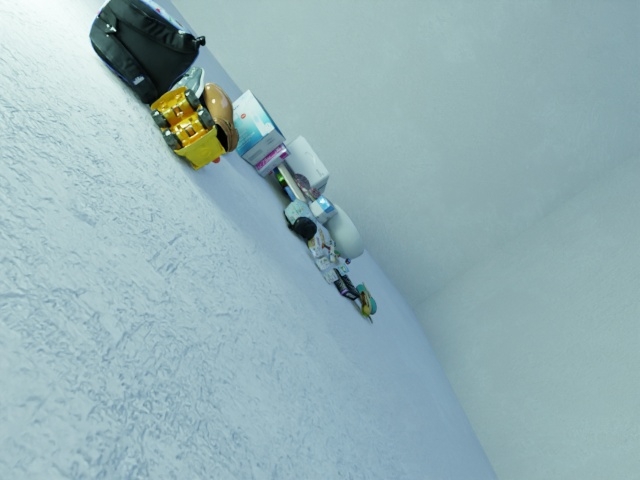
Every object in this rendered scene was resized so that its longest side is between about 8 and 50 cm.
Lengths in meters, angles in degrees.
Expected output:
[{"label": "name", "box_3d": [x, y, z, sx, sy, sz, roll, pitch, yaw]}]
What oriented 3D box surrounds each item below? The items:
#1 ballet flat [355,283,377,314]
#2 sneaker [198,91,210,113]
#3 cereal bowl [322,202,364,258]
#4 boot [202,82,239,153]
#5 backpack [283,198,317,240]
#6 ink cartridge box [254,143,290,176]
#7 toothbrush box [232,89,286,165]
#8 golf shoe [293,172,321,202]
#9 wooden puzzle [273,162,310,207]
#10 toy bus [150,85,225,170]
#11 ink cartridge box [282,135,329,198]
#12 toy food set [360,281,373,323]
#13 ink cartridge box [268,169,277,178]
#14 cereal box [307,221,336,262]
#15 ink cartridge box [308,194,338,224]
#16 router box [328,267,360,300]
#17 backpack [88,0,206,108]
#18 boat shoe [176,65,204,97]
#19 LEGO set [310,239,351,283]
[{"label": "ballet flat", "box_3d": [0.245, 0.320, 2.194, 0.067, 0.073, 0.206, 76, -5, -45]}, {"label": "sneaker", "box_3d": [-0.497, -0.621, 1.947, 0.234, 0.084, 0.097, 44, 12, -42]}, {"label": "cereal bowl", "box_3d": [0.089, -0.031, 2.318, 0.339, 0.141, 0.339, 55, -12, 18]}, {"label": "boot", "box_3d": [-0.423, -0.498, 1.715, 0.220, 0.108, 0.284, -89, 166, -65]}, {"label": "backpack", "box_3d": [-0.093, -0.104, 1.941, 0.152, 0.115, 0.182, 39, 14, -45]}, {"label": "ink cartridge box", "box_3d": [-0.300, -0.494, 2.118, 0.311, 0.185, 0.065, 58, 13, 28]}, {"label": "toothbrush box", "box_3d": [-0.340, -0.552, 2.047, 0.296, 0.216, 0.126, 59, 11, 26]}, {"label": "golf shoe", "box_3d": [-0.083, -0.277, 2.240, 0.186, 0.086, 0.067, 48, 50, 1]}, {"label": "wooden puzzle", "box_3d": [-0.151, -0.264, 2.231, 0.322, 0.080, 0.348, 58, 1, 17]}, {"label": "toy bus", "box_3d": [-0.392, -0.330, 1.295, 0.220, 0.149, 0.211, 54, -4, 22]}, {"label": "ink cartridge box", "box_3d": [-0.104, -0.409, 2.499, 0.286, 0.166, 0.395, 54, -8, 4]}, {"label": "toy food set", "box_3d": [0.215, 0.306, 2.034, 0.132, 0.038, 0.192, -117, -164, -55]}, {"label": "ink cartridge box", "box_3d": [-0.279, -0.386, 2.299, 0.115, 0.029, 0.063, 59, 8, -12]}, {"label": "cereal box", "box_3d": [0.000, 0.000, 2.072, 0.240, 0.047, 0.173, 37, 38, -59]}, {"label": "ink cartridge box", "box_3d": [-0.020, -0.129, 2.139, 0.082, 0.190, 0.139, 55, 10, 19]}, {"label": "router box", "box_3d": [0.115, 0.212, 2.008, 0.133, 0.046, 0.179, 59, 12, 27]}, {"label": "backpack", "box_3d": [-0.527, -0.591, 1.235, 0.263, 0.276, 0.213, 34, 15, -43]}, {"label": "boat shoe", "box_3d": [-0.566, -0.693, 1.789, 0.099, 0.116, 0.320, 26, 26, -33]}, {"label": "LEGO set", "box_3d": [0.049, 0.094, 1.953, 0.244, 0.060, 0.183, -22, 81, -54]}]
